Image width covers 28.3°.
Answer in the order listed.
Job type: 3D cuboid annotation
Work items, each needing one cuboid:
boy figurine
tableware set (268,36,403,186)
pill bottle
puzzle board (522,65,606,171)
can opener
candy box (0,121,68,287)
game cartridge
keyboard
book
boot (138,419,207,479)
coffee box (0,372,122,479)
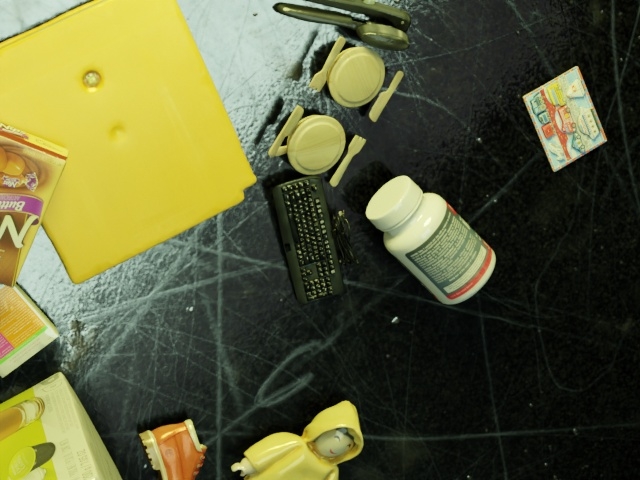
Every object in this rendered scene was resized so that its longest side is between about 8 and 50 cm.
[{"bbox_3d":[-0.039,0.355,1.834,0.285,0.092,0.177,-44,110,1],"label":"boy figurine"},{"bbox_3d":[0.016,-0.180,1.731,0.128,0.039,0.194,24,102,-38],"label":"tableware set"},{"bbox_3d":[0.153,-0.003,1.787,0.108,0.108,0.180,-47,113,-1],"label":"pill bottle"},{"bbox_3d":[0.360,-0.178,1.860,0.096,0.011,0.128,-30,112,-8],"label":"puzzle board"},{"bbox_3d":[0.035,-0.305,1.695,0.186,0.073,0.059,17,107,-12],"label":"can opener"},{"bbox_3d":[-0.399,-0.045,1.584,0.109,0.053,0.186,22,109,-14],"label":"candy box"},{"bbox_3d":[-0.266,-0.143,1.648,0.285,0.053,0.323,-27,114,-10],"label":"game cartridge"},{"bbox_3d":[0.000,0.000,1.763,0.100,0.038,0.192,-19,119,-12],"label":"keyboard"},{"bbox_3d":[-0.429,0.099,1.667,0.096,0.035,0.144,-38,111,-4],"label":"book"},{"bbox_3d":[-0.192,0.330,1.795,0.085,0.059,0.157,-22,109,-17],"label":"boot"},{"bbox_3d":[-0.384,0.437,1.608,0.334,0.337,0.338,-27,112,-9],"label":"coffee box"}]
